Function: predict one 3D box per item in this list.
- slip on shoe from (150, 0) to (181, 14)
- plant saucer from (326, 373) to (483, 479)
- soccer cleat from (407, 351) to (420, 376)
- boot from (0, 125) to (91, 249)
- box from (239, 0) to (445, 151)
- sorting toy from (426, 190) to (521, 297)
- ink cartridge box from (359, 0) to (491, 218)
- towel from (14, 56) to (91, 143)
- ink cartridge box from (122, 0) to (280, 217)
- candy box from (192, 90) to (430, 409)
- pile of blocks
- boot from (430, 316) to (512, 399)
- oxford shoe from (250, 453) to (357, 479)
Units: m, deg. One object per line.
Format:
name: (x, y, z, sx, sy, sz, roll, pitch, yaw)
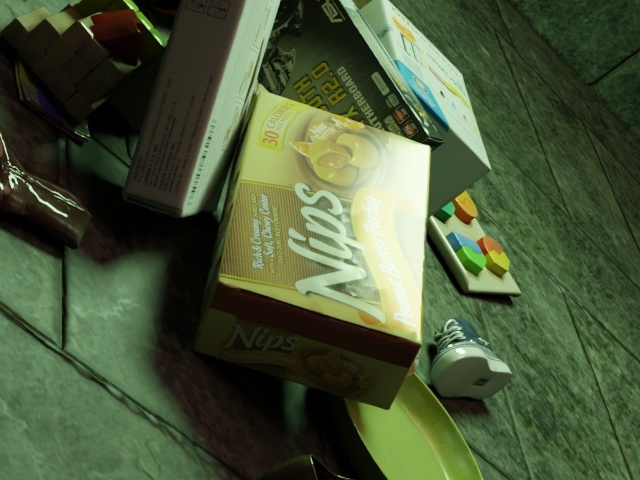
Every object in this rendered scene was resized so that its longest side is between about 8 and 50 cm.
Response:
slip on shoe: (-0.149, -0.288, 1.847, 0.331, 0.123, 0.101, 36, 57, -52)
plant saucer: (0.079, 0.200, 1.602, 0.241, 0.037, 0.241, 46, 21, -23)
soccer cleat: (0.065, 0.108, 1.577, 0.076, 0.068, 0.196, 52, 16, -13)
boot: (-0.231, -0.052, 1.314, 0.114, 0.037, 0.106, 25, 46, -48)
box: (-0.002, -0.149, 1.801, 0.231, 0.183, 0.056, 59, 18, 14)
sorting toy: (0.191, -0.012, 2.238, 0.193, 0.038, 0.208, 60, 20, 19)
ink cartridge box: (0.076, -0.147, 2.002, 0.171, 0.168, 0.233, 42, 21, -27)
towel: (-0.237, -0.123, 1.469, 0.083, 0.009, 0.060, 36, 26, -41)
ink cartridge box: (-0.096, -0.160, 1.506, 0.060, 0.275, 0.239, 17, 2, 2)
candy box: (0.000, 0.000, 1.520, 0.183, 0.087, 0.316, 17, 36, -7)
pile of blocks: (-0.155, -0.184, 1.595, 0.149, 0.112, 0.362, 56, 16, 18)
boot: (0.150, 0.127, 1.873, 0.086, 0.069, 0.190, 53, 9, 23)
oxford shoe: (0.038, 0.250, 1.330, 0.227, 0.096, 0.083, 43, 19, -32)
